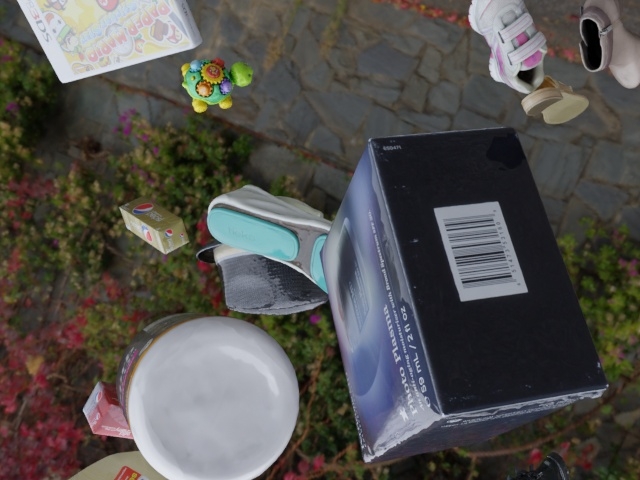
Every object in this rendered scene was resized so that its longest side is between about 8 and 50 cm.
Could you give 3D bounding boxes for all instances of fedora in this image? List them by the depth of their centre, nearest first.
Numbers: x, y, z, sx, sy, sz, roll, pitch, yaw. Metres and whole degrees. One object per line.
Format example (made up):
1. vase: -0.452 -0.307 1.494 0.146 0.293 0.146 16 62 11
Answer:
1. fedora: -0.092 0.076 1.487 0.334 0.152 0.334 -5 168 -1

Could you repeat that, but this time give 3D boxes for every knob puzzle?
1. knob puzzle: -0.273 0.374 0.945 0.213 0.213 0.030 27 156 31

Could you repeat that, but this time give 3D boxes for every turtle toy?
1. turtle toy: -0.185 -0.289 1.257 0.130 0.095 0.066 -14 167 -26

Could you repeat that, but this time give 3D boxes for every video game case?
1. video game case: -0.269 -0.301 0.813 0.227 0.206 0.026 -5 -148 30

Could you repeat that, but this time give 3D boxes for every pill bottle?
1. pill bottle: -0.136 0.159 0.763 0.162 0.162 0.278 23 168 -16

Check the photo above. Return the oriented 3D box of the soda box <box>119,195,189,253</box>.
1. soda box: -0.353 -0.035 1.483 0.061 0.058 0.181 -30 -144 -29

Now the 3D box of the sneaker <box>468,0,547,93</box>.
1. sneaker: 0.353 -0.365 1.262 0.252 0.103 0.111 47 -175 -47

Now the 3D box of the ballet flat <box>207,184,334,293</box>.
1. ballet flat: 0.000 0.000 1.185 0.400 0.139 0.139 24 -176 16

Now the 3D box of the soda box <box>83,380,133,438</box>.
1. soda box: -0.415 0.410 1.646 0.263 0.083 0.092 26 -169 -44

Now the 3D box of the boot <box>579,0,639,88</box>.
1. boot: 0.291 -0.192 0.708 0.042 0.087 0.118 -5 121 45

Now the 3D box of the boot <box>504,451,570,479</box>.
1. boot: 0.332 0.386 1.056 0.045 0.099 0.121 27 143 64

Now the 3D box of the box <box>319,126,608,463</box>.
1. box: 0.130 0.078 0.807 0.182 0.296 0.294 -6 156 -14

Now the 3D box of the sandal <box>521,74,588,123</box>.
1. sandal: 0.437 -0.281 1.332 0.240 0.088 0.079 -6 -111 -53
